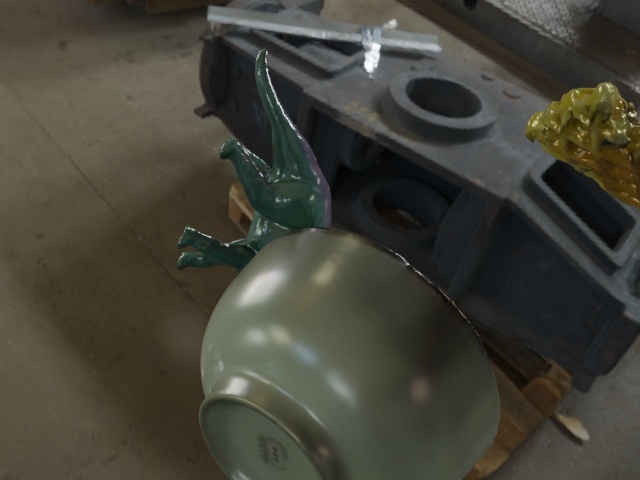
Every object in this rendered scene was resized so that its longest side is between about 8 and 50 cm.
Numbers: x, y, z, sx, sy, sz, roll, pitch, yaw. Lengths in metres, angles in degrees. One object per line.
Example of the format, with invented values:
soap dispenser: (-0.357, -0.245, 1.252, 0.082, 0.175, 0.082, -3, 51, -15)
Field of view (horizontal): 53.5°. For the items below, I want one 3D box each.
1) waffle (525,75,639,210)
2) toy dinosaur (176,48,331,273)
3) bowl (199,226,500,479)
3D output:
waffle: (0.329, -0.063, 0.601, 0.250, 0.261, 0.056, 32, 90, -7)
toy dinosaur: (0.000, 0.000, 0.831, 0.331, 0.383, 0.129, 23, 21, -9)
bowl: (-0.006, 0.180, 0.693, 0.354, 0.353, 0.185, 34, 45, 18)
